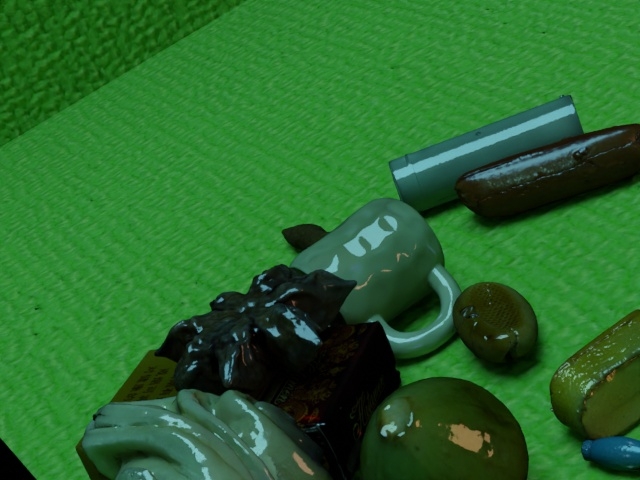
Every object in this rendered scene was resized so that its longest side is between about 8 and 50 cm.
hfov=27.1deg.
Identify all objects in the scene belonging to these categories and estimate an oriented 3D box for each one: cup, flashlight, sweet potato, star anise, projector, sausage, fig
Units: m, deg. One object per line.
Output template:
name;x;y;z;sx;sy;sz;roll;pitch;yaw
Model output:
cup;0.097;0.056;2.034;0.202;0.173;0.255;-36;30;-17
flashlight;0.376;0.258;1.609;0.129;0.051;0.051;1;38;40
sweet potato;-0.002;0.002;2.328;0.218;0.051;0.065;8;46;46
star anise;-0.082;0.126;1.869;0.315;0.108;0.315;-24;15;7
projector;0.290;-0.147;2.294;0.337;0.108;0.108;-20;29;9
sausage;0.383;-0.112;2.172;0.330;0.102;0.102;-17;29;12
fig;0.150;0.263;1.603;0.207;0.230;0.207;0;68;1

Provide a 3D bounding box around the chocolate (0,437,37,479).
chocolate;-0.571;0.374;1.966;0.186;0.283;0.283;-44;29;3

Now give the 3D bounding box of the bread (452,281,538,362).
bread;0.252;0.123;1.907;0.114;0.077;0.189;-5;27;-6

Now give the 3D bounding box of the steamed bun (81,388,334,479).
steamed bun;-0.105;0.302;1.578;0.237;0.347;0.394;-31;9;0

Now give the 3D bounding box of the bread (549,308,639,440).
bread;0.400;0.158;1.704;0.245;0.102;0.094;-34;32;-14

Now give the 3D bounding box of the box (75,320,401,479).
box;-0.113;0.249;1.912;0.415;0.116;0.264;-9;25;26
